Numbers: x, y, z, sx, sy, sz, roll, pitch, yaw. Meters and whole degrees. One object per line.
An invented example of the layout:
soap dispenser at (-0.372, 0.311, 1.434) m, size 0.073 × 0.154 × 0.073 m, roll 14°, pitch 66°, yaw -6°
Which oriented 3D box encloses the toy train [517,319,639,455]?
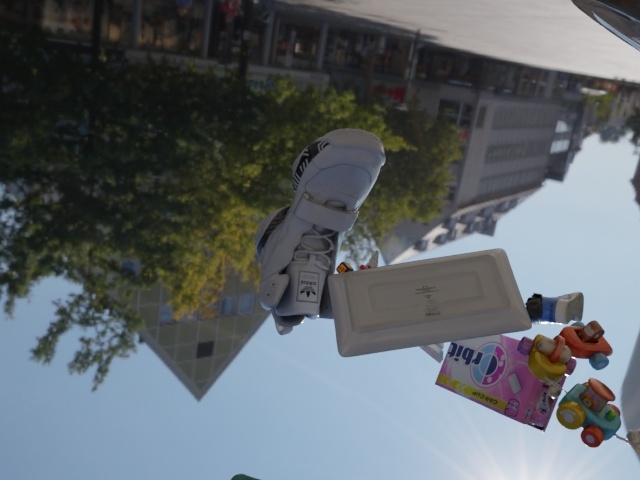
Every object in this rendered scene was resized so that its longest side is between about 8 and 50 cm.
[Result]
toy train at (0.269, 0.129, 0.648) m, size 0.125 × 0.046 × 0.166 m, roll 10°, pitch -146°, yaw -15°

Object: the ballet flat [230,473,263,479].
ballet flat at (-0.108, 0.526, 1.358) m, size 0.168 × 0.052 × 0.057 m, roll 18°, pitch -129°, yaw 13°

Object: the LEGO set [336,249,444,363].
LEGO set at (0.142, 0.107, 1.222) m, size 0.244 × 0.060 × 0.182 m, roll 39°, pitch -166°, yaw 4°

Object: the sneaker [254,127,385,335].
sneaker at (0.000, 0.000, 1.051) m, size 0.138 × 0.366 × 0.210 m, roll 12°, pitch -128°, yaw -24°

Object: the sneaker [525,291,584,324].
sneaker at (0.413, 0.119, 1.169) m, size 0.085 × 0.058 × 0.152 m, roll 3°, pitch -175°, yaw 35°

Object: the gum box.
gum box at (0.267, 0.197, 0.965) m, size 0.062 × 0.107 × 0.188 m, roll 26°, pitch 172°, yaw -29°

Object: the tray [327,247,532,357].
tray at (0.150, 0.080, 0.937) m, size 0.271 × 0.030 × 0.145 m, roll -9°, pitch -128°, yaw 1°

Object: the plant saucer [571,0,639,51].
plant saucer at (0.316, -0.164, 0.548) m, size 0.278 × 0.041 × 0.278 m, roll 27°, pitch -158°, yaw -12°
